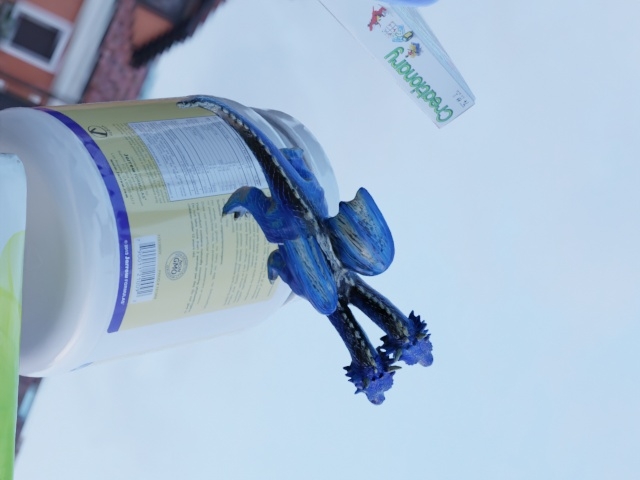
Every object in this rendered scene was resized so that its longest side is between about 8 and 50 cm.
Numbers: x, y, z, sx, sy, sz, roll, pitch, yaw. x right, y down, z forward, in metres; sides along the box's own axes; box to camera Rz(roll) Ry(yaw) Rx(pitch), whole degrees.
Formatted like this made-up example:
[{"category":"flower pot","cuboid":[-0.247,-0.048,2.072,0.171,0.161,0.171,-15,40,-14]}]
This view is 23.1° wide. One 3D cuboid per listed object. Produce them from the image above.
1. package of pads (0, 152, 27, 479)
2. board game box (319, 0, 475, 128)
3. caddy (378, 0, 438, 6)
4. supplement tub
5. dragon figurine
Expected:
[{"category":"package of pads","cuboid":[-0.330,0.074,1.175,0.101,0.229,0.296,6,-84,37]},{"category":"board game box","cuboid":[0.033,-0.251,1.506,0.053,0.305,0.193,-35,-126,12]},{"category":"caddy","cuboid":[-0.009,-0.246,0.977,0.179,0.241,0.341,-64,177,20]},{"category":"supplement tub","cuboid":[-0.164,-0.014,1.464,0.241,0.331,0.241,8,-77,42]},{"category":"dragon figurine","cuboid":[0.000,0.000,1.198,0.085,0.289,0.144,-36,-141,-15]}]
